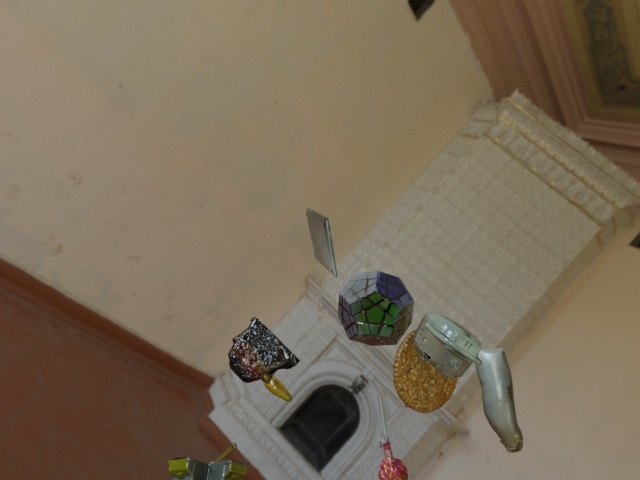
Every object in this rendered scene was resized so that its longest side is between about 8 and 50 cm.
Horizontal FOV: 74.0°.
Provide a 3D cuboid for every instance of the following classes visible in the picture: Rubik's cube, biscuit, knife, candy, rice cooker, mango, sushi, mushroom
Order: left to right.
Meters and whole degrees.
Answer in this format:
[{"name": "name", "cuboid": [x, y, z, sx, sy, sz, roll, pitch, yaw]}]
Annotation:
[{"name": "knife", "cuboid": [-0.381, 0.791, 1.468, 0.022, 0.256, 0.046, 40, 10, -38]}, {"name": "sushi", "cuboid": [-0.190, 0.341, 1.251, 0.172, 0.150, 0.153, 49, -21, -6]}, {"name": "mango", "cuboid": [-0.206, 0.712, 2.046, 0.187, 0.066, 0.101, 35, -10, 20]}, {"name": "Rubik's cube", "cuboid": [0.222, 0.276, 1.719, 0.318, 0.264, 0.319, 25, 34, -19]}, {"name": "candy", "cuboid": [0.265, 0.798, 1.673, 0.124, 0.124, 0.366, 82, 0, -85]}, {"name": "biscuit", "cuboid": [0.319, 0.382, 1.261, 0.254, 0.254, 0.035, 43, -22, -16]}, {"name": "rice cooker", "cuboid": [0.312, 0.259, 1.062, 0.145, 0.127, 0.206, 33, 6, -6]}, {"name": "mushroom", "cuboid": [0.715, 0.630, 1.691, 0.125, 0.398, 0.177, -17, -23, 36]}]

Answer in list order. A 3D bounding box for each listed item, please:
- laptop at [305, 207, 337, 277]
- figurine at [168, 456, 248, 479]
[{"name": "laptop", "cuboid": [0.000, 0.000, 1.374, 0.269, 0.015, 0.188, -144, -137, -71]}, {"name": "figurine", "cuboid": [-0.312, 0.739, 1.113, 0.167, 0.341, 0.285, 81, 9, -52]}]
